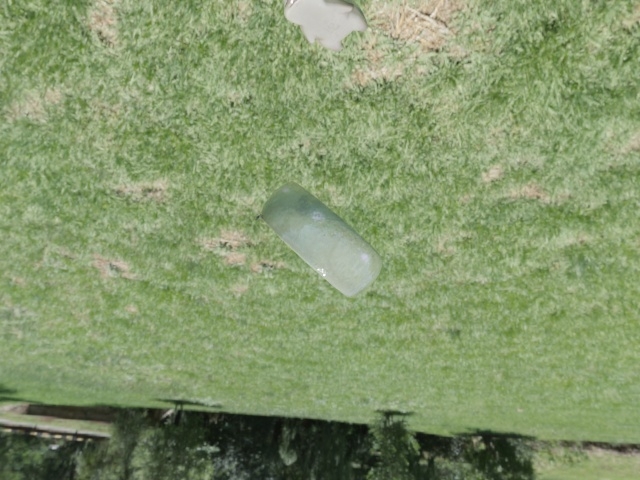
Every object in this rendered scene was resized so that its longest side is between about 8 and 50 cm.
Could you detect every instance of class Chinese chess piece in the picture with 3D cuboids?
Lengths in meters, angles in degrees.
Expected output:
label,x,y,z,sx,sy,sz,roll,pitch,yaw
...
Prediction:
label,x,y,z,sx,sy,sz,roll,pitch,yaw
Chinese chess piece,0.000,0.000,0.479,0.144,0.058,0.144,42,180,0

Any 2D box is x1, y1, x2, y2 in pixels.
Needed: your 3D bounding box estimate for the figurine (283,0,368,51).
label,x,y,z,sx,sy,sz,roll,pitch,yaw
figurine,-0.002,-0.191,0.357,0.047,0.051,0.083,-31,161,29
